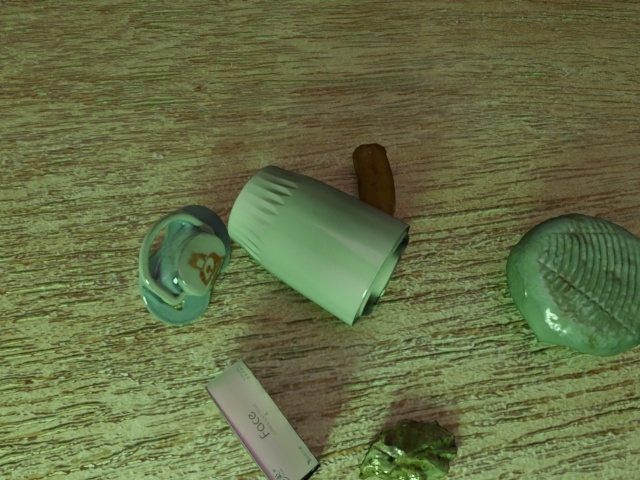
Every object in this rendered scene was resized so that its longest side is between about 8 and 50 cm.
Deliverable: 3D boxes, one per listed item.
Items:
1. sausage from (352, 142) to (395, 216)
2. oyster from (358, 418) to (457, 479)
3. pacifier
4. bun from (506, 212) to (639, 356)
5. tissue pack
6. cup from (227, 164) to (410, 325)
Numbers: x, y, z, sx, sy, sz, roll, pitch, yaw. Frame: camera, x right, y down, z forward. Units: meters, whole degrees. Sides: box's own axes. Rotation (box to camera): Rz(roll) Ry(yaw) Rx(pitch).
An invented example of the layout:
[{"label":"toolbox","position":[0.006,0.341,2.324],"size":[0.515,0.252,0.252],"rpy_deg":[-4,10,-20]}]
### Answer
[{"label":"sausage","position":[0.139,-0.125,1.214],"size":[0.109,0.109,0.270],"rpy_deg":[3,61,-4]},{"label":"oyster","position":[0.183,0.424,0.946],"size":[0.209,0.072,0.132],"rpy_deg":[9,65,-3]},{"label":"pacifier","position":[-0.334,0.045,1.062],"size":[0.207,0.227,0.279],"rpy_deg":[-4,53,39]},{"label":"bun","position":[0.589,0.103,1.081],"size":[0.355,0.194,0.354],"rpy_deg":[3,64,-6]},{"label":"tissue pack","position":[-0.112,0.368,0.907],"size":[0.092,0.148,0.246],"rpy_deg":[-36,69,-20]},{"label":"cup","position":[0.000,0.000,1.055],"size":[0.372,0.253,0.253],"rpy_deg":[30,64,14]}]
